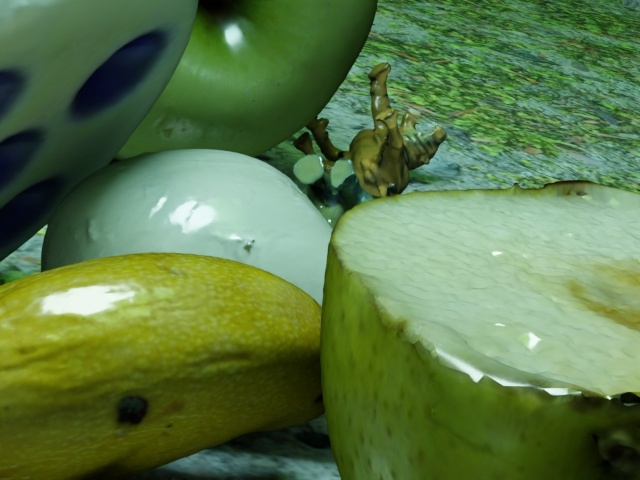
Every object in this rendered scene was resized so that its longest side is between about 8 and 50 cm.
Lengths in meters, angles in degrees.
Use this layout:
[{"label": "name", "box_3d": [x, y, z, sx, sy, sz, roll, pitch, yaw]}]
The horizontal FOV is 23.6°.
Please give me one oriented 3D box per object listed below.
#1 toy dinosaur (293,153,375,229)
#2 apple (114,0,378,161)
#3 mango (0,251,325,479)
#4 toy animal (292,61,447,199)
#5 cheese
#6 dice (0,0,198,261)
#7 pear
[{"label": "toy dinosaur", "box_3d": [0.000, -0.004, 1.182, 0.363, 0.076, 0.147, 17, -20, 25]}, {"label": "apple", "box_3d": [-0.127, -0.236, 1.389, 0.357, 0.357, 0.357, 11, 17, -4]}, {"label": "mango", "box_3d": [-0.102, 0.063, 0.766, 0.262, 0.157, 0.109, -11, 68, -32]}, {"label": "toy animal", "box_3d": [0.052, -0.070, 1.436, 0.116, 0.114, 0.255, 53, 14, -17]}, {"label": "cheese", "box_3d": [-0.072, 0.023, 0.928, 0.189, 0.154, 0.198, 0, 22, -21]}, {"label": "dice", "box_3d": [-0.273, -0.129, 0.880, 0.277, 0.304, 0.304, 45, 32, 8]}, {"label": "pear", "box_3d": [0.155, 0.108, 0.748, 0.340, 0.191, 0.386, 18, 16, 19]}]
